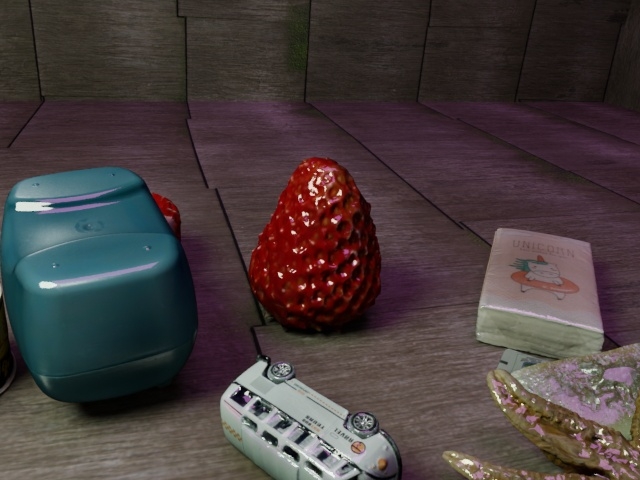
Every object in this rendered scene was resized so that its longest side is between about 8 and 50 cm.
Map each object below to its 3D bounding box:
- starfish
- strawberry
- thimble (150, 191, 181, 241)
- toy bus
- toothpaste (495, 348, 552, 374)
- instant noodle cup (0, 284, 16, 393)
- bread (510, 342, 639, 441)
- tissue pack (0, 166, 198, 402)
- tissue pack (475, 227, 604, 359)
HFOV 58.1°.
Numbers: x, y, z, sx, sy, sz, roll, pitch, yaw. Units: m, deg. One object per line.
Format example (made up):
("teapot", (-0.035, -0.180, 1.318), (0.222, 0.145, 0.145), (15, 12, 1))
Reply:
("starfish", (0.313, 0.224, 0.533), (0.375, 0.094, 0.327), (-12, 39, 5))
("strawberry", (0.000, 0.000, 0.821), (0.205, 0.244, 0.205), (5, 28, -2))
("thimble", (-0.307, 0.000, 0.927), (0.163, 0.125, 0.189), (-11, 28, -35))
("toy bus", (-0.016, 0.199, 0.576), (0.194, 0.087, 0.089), (23, 37, 35))
("toothpaste", (0.330, 0.184, 0.713), (0.218, 0.041, 0.064), (13, 36, 28))
("instant noodle cup", (-0.422, 0.106, 0.649), (0.151, 0.122, 0.151), (16, 26, -8))
("bread", (0.325, 0.179, 0.664), (0.193, 0.036, 0.112), (-14, 41, 5))
("tissue pack", (-0.266, 0.055, 0.691), (0.198, 0.206, 0.287), (-12, 34, -28))
("tissue pack", (0.350, 0.070, 0.922), (0.170, 0.071, 0.325), (10, 25, 18))
